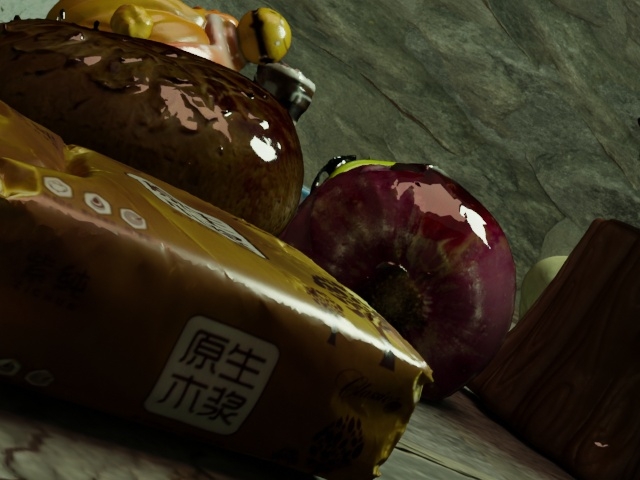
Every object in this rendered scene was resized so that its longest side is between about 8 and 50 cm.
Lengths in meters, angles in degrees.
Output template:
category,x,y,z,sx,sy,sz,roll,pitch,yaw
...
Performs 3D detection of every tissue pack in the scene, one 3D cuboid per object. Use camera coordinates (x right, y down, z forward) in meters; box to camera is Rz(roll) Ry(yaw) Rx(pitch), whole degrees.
category,x,y,z,sx,sy,sz,roll,pitch,yaw
tissue pack,-0.082,0.023,0.466,0.226,0.092,0.183,29,3,-33

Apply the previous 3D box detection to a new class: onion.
category,x,y,z,sx,sy,sz,roll,pitch,yaw
onion,0.070,0.025,0.844,0.207,0.201,0.200,37,8,27

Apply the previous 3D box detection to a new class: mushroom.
category,x,y,z,sx,sy,sz,roll,pitch,yaw
mushroom,-0.133,-0.068,0.703,0.278,0.163,0.297,24,5,-38

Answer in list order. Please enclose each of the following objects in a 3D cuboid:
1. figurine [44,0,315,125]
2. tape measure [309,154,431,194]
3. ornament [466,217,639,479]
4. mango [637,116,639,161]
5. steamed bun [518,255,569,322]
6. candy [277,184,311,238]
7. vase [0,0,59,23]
category,x,y,z,sx,sy,sz,roll,pitch,yaw
figurine,-0.177,-0.145,1.021,0.323,0.320,0.196,24,50,-55
tape measure,0.058,-0.002,1.066,0.186,0.112,0.199,3,55,-35
ornament,0.286,0.108,0.935,0.235,0.218,0.221,31,5,7
mango,0.434,-0.004,0.865,0.359,0.144,0.187,37,17,2
steamed bun,0.376,0.138,1.388,0.170,0.200,0.225,6,17,1
candy,0.000,0.000,1.170,0.194,0.097,0.062,27,8,-12
vase,-0.469,-0.332,1.245,0.250,0.250,0.445,25,3,-41
